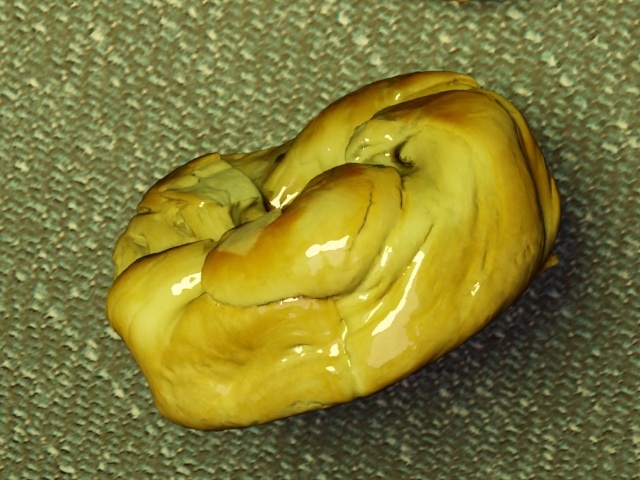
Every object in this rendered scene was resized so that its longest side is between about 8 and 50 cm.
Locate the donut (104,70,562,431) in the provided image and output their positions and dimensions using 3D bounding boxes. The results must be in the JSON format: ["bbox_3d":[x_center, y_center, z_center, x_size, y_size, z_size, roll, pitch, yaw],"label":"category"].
[{"bbox_3d":[0.000,0.000,1.093,0.360,0.360,0.170,-24,105,11],"label":"donut"}]
